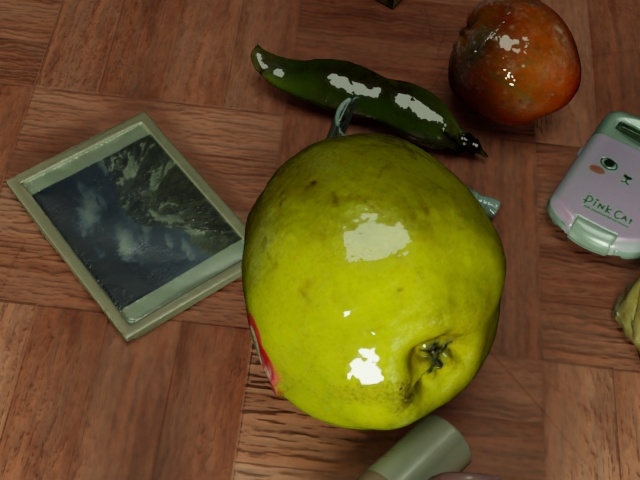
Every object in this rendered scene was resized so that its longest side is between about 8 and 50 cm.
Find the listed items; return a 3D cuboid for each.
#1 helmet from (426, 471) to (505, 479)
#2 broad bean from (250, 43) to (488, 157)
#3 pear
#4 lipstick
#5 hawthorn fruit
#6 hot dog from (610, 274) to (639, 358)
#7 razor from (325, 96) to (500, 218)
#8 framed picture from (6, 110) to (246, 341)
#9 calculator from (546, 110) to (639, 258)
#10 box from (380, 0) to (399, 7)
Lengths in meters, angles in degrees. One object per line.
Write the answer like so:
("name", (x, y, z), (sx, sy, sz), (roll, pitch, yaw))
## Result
("helmet", (0.100, 0.312, 1.066), (0.253, 0.198, 0.154), (-27, 49, -13))
("broad bean", (0.066, -0.187, 1.504), (0.339, 0.061, 0.077), (22, 67, 11))
("pear", (0.042, 0.024, 1.223), (0.287, 0.287, 0.375), (-12, 39, -13))
("lipstick", (0.045, 0.279, 1.155), (0.070, 0.070, 0.254), (40, 61, 22))
("hawthorn fruit", (0.253, -0.232, 1.490), (0.172, 0.173, 0.173), (2, 54, -3))
("hot dog", (0.533, 0.036, 1.192), (0.367, 0.365, 0.196), (28, 55, 15))
("razor", (0.113, -0.084, 1.427), (0.232, 0.106, 0.068), (24, 55, 1))
("framed picture", (-0.222, -0.024, 1.388), (0.209, 0.019, 0.281), (-32, 62, -24))
("calculator", (0.386, -0.073, 1.458), (0.141, 0.045, 0.246), (30, 56, 16))
("box", (0.035, -0.460, 1.714), (0.279, 0.041, 0.153), (31, 57, 17))
